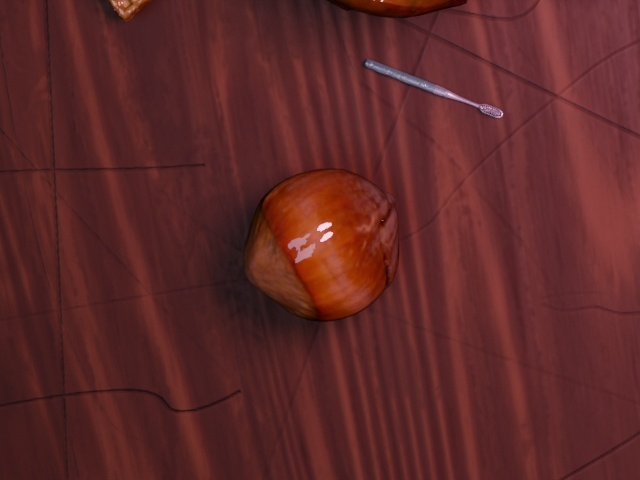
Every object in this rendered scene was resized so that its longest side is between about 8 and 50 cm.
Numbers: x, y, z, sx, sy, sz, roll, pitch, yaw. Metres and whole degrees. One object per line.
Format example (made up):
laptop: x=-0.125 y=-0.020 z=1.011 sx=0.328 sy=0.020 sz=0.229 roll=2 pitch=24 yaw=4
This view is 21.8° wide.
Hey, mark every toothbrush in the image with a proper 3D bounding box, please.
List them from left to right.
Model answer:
toothbrush: x=0.125 y=-0.169 z=1.844 sx=0.167 sy=0.014 sz=0.011 roll=22 pitch=93 yaw=11

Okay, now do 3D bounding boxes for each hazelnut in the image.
hazelnut: x=0.000 y=0.000 z=1.856 sx=0.182 sy=0.182 sz=0.182 roll=5 pitch=106 yaw=17

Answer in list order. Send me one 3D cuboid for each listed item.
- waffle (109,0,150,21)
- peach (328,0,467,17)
waffle: x=-0.197 y=-0.330 z=1.887 sx=0.148 sy=0.042 sz=0.102 roll=-36 pitch=90 yaw=23
peach: x=0.070 y=-0.400 z=1.646 sx=0.372 sy=0.290 sz=0.373 roll=3 pitch=102 yaw=15
